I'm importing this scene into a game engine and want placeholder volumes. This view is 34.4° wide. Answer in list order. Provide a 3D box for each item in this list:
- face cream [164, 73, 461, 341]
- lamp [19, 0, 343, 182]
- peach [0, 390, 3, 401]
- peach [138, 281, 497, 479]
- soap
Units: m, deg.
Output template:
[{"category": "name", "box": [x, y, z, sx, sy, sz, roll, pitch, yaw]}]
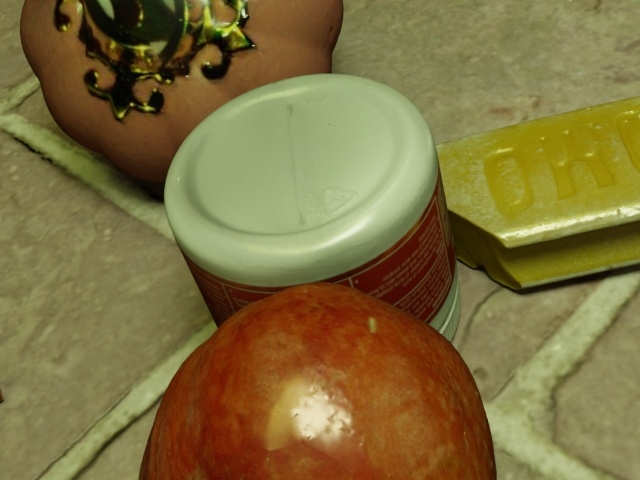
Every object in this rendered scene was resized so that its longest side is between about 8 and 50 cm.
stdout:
[{"category": "face cream", "box": [0.000, 0.000, 0.797, 0.201, 0.187, 0.201, -9, 47, 9]}, {"category": "lamp", "box": [-0.126, -0.205, 0.985, 0.306, 0.239, 0.305, 1, 94, 10]}, {"category": "peach", "box": [-0.350, 0.085, 0.893, 0.093, 0.127, 0.172, -25, 72, -17]}, {"category": "peach", "box": [-0.004, 0.161, 0.631, 0.233, 0.232, 0.256, 1, 41, 18]}, {"category": "soap", "box": [0.212, -0.041, 0.850, 0.232, 0.073, 0.140, -13, 42, 7]}]
